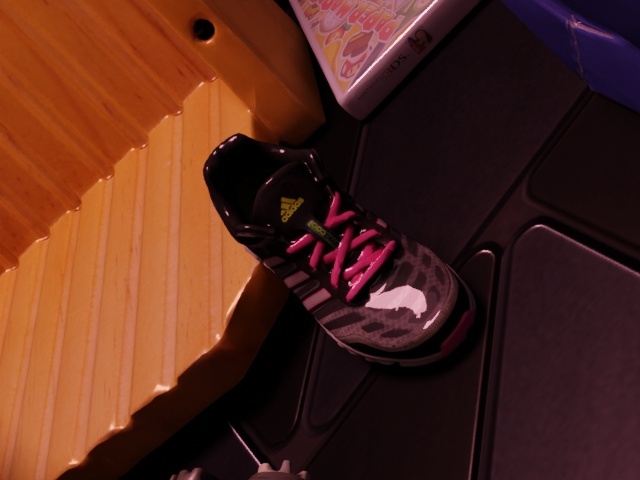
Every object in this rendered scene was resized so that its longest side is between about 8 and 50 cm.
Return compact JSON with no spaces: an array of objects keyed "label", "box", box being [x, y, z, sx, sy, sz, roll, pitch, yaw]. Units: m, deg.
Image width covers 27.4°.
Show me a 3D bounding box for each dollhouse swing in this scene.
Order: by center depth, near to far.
[{"label":"dollhouse swing","box":[-0.206,-0.033,0.826,0.347,0.315,0.305,-39,15,22]}]

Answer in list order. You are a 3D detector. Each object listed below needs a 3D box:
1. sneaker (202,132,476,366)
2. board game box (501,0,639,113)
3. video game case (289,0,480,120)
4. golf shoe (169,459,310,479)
[{"label":"sneaker","box":[0.000,0.000,0.632,0.063,0.075,0.170,-48,52,-6]},{"label":"board game box","box":[0.209,-0.182,0.498,0.291,0.141,0.232,-50,28,5]},{"label":"video game case","box":[0.067,-0.201,0.862,0.206,0.026,0.227,-45,28,14]},{"label":"golf shoe","box":[-0.087,0.178,0.571,0.273,0.105,0.120,-24,46,43]}]
